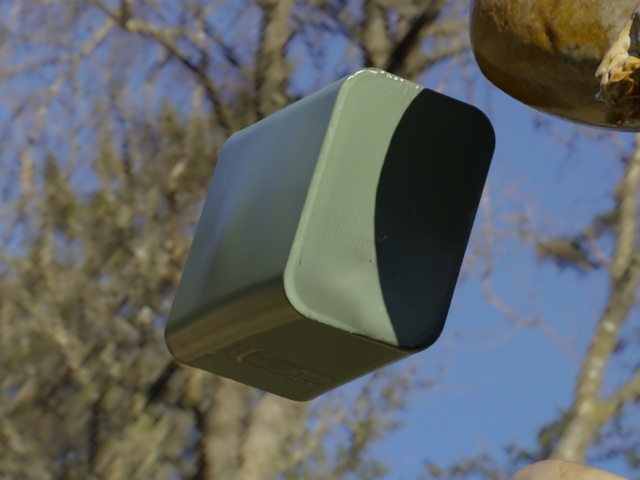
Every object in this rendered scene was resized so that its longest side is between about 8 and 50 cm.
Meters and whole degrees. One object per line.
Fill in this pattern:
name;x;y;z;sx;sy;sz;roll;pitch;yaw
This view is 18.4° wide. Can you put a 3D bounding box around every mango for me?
mango;0.238;-0.152;1.324;0.316;0.193;0.146;11;-41;38

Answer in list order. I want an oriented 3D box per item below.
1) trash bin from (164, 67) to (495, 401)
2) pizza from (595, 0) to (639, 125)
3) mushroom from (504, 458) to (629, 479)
trash bin;0.000;0.000;1.628;0.158;0.223;0.343;20;-13;-11
pizza;0.230;-0.125;1.063;0.069;0.194;0.154;38;16;-27
mushroom;0.152;0.203;0.648;0.286;0.151;0.156;37;-52;-15
